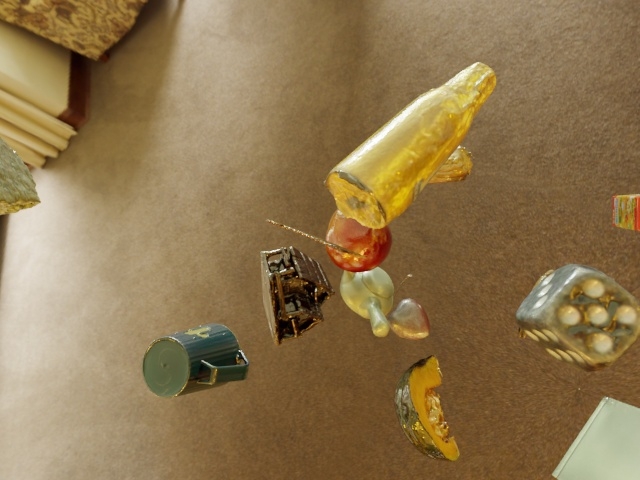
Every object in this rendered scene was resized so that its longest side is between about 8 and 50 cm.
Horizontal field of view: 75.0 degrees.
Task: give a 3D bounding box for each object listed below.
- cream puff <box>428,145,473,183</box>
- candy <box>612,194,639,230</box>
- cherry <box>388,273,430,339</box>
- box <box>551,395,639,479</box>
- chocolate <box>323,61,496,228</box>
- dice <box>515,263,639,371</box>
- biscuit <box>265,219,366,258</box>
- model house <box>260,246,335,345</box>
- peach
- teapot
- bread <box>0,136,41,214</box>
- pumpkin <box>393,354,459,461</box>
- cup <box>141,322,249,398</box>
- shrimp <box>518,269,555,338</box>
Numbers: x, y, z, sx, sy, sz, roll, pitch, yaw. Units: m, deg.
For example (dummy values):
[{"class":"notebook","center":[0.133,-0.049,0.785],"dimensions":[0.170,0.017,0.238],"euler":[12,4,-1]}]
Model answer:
[{"class":"cream puff","center":[0.452,-0.272,1.496],"dimensions":[0.188,0.189,0.130],"euler":[0,104,32]},{"class":"candy","center":[0.581,-0.053,0.769],"dimensions":[0.037,0.122,0.062],"euler":[-1,96,17]},{"class":"cherry","center":[0.307,0.234,1.355],"dimensions":[0.188,0.115,0.148],"euler":[-54,29,3]},{"class":"box","center":[0.299,0.226,0.279],"dimensions":[0.225,0.129,0.086],"euler":[40,82,-1]},{"class":"chocolate","center":[0.212,-0.216,0.856],"dimensions":[0.445,0.162,0.162],"euler":[-44,53,-15]},{"class":"dice","center":[0.576,0.172,0.939],"dimensions":[0.181,0.182,0.183],"euler":[43,86,13]},{"class":"biscuit","center":[0.000,0.000,1.074],"dimensions":[0.231,0.236,0.013],"euler":[21,91,24]},{"class":"model house","center":[-0.078,0.207,1.680],"dimensions":[0.282,0.297,0.317],"euler":[-8,46,-17]},{"class":"peach","center":[0.125,-0.012,1.361],"dimensions":[0.243,0.199,0.244],"euler":[13,106,55]},{"class":"teapot","center":[0.189,0.211,1.456],"dimensions":[0.149,0.219,0.318],"euler":[-55,45,32]},{"class":"bread","center":[-0.375,-0.110,0.398],"dimensions":[0.056,0.208,0.286],"euler":[-32,19,-12]},{"class":"pumpkin","center":[0.202,0.350,0.934],"dimensions":[0.111,0.163,0.279],"euler":[-31,31,24]},{"class":"cup","center":[-0.231,0.236,0.804],"dimensions":[0.176,0.155,0.132],"euler":[7,87,22]},{"class":"shrimp","center":[0.618,0.188,1.210],"dimensions":[0.053,0.133,0.236],"euler":[31,119,29]}]
